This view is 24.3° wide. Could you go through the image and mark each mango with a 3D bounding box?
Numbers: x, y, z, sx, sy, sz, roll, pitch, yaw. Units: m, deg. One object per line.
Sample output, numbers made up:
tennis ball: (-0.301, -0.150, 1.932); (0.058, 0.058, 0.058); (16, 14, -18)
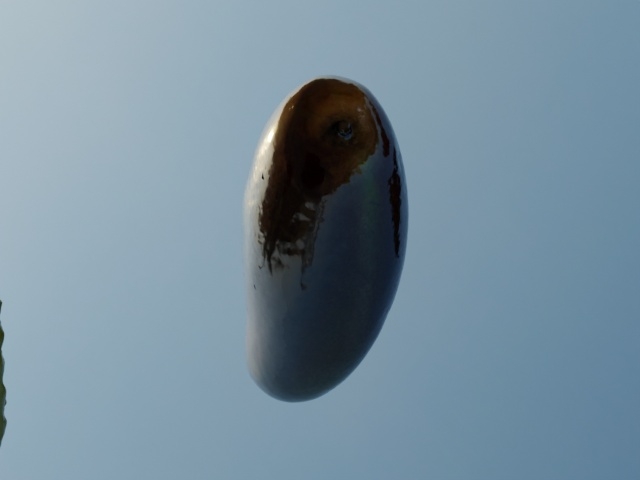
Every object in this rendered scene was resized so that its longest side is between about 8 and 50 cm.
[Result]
mango: (0.000, 0.000, 0.997); (0.111, 0.267, 0.133); (-9, -137, -22)

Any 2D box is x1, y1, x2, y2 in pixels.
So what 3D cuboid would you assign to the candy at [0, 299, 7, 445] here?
candy: (-0.213, 0.029, 0.764); (0.106, 0.199, 0.094); (-4, -168, -35)
